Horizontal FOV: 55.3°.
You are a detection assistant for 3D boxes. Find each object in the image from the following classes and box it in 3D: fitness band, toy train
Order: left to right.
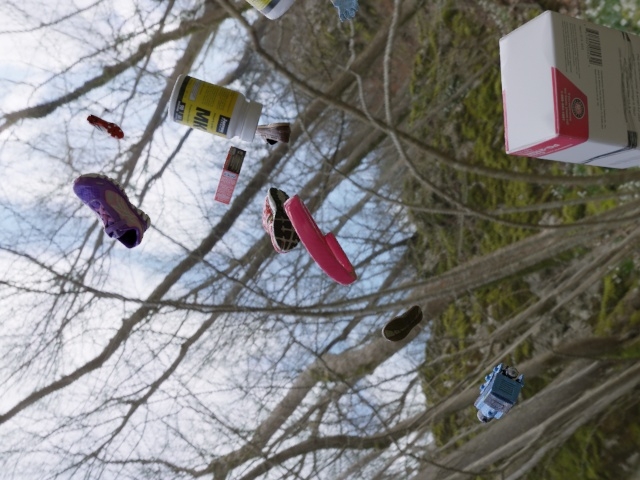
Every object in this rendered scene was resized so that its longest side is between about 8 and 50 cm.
[{"bbox_3d":[0.000,0.000,1.554,0.209,0.054,0.291,47,-171,-48],"label":"fitness band"},{"bbox_3d":[0.424,0.372,1.468,0.080,0.184,0.105,28,-128,13],"label":"toy train"}]

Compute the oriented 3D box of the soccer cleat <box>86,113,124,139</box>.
[{"bbox_3d":[-0.438,-0.231,1.249,0.083,0.029,0.035,26,170,-4],"label":"soccer cleat"}]

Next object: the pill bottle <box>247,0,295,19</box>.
[{"bbox_3d":[-0.184,-0.684,1.397,0.334,0.188,0.188,34,-148,-24],"label":"pill bottle"}]

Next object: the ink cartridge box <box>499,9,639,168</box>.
[{"bbox_3d":[0.379,-0.202,0.860,0.237,0.100,0.171,3,-98,-26],"label":"ink cartridge box"}]

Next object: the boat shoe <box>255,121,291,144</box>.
[{"bbox_3d":[-0.167,-0.356,2.045,0.073,0.073,0.207,-9,-169,-29],"label":"boat shoe"}]

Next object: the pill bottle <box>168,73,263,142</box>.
[{"bbox_3d":[-0.252,-0.316,1.482,0.209,0.119,0.119,17,-143,-7],"label":"pill bottle"}]

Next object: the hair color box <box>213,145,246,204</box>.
[{"bbox_3d":[-0.268,-0.190,1.800,0.053,0.167,0.093,19,-123,-11],"label":"hair color box"}]

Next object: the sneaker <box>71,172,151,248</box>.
[{"bbox_3d":[-0.498,-0.063,1.461,0.236,0.095,0.104,52,-156,-45],"label":"sneaker"}]

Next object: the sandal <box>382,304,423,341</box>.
[{"bbox_3d":[0.249,0.257,1.888,0.180,0.049,0.072,-30,-77,-40],"label":"sandal"}]

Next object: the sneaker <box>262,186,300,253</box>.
[{"bbox_3d":[-0.137,-0.049,2.019,0.107,0.118,0.279,15,-140,-26],"label":"sneaker"}]

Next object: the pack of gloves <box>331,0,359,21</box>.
[{"bbox_3d":[0.119,-0.758,1.832,0.046,0.195,0.232,45,-173,18],"label":"pack of gloves"}]
